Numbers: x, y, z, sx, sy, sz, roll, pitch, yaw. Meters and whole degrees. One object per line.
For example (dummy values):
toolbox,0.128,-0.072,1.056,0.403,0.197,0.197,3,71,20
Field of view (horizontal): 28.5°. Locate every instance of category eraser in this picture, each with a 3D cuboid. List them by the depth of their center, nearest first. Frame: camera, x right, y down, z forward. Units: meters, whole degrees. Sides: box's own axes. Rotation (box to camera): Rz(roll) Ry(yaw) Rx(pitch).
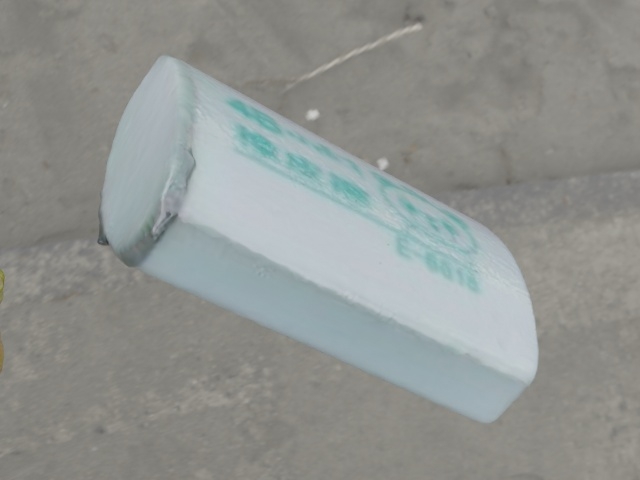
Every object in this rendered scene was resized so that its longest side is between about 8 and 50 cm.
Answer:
eraser,0.000,0.000,0.851,0.290,0.104,0.189,26,22,-26

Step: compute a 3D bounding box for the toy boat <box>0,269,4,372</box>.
toy boat,-0.224,0.041,0.523,0.089,0.229,0.088,-82,156,-47
